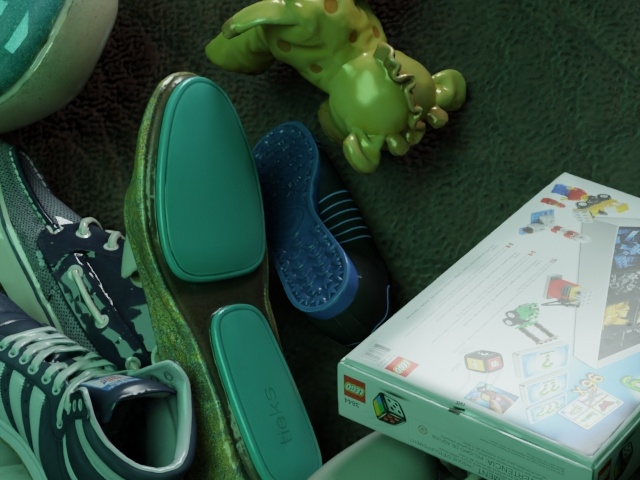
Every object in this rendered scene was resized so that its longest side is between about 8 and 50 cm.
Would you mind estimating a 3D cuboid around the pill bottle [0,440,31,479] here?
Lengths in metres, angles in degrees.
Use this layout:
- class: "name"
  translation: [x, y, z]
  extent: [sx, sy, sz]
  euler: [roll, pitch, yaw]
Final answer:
- class: "pill bottle"
  translation: [-0.361, 0.160, 1.470]
  extent: [0.224, 0.224, 0.392]
  euler: [-46, 61, 6]

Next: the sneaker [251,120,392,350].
- class: "sneaker"
  translation: [0.000, 0.000, 1.440]
  extent: [0.081, 0.090, 0.232]
  euler: [-32, 42, 14]

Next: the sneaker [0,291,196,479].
- class: "sneaker"
  translation: [-0.191, 0.105, 1.322]
  extent: [0.282, 0.099, 0.153]
  euler: [51, 138, 22]

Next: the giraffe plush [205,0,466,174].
- class: "giraffe plush"
  translation: [0.027, -0.146, 1.435]
  extent: [0.181, 0.210, 0.170]
  euler: [-37, 94, -2]

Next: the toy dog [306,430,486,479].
- class: "toy dog"
  translation: [0.059, 0.208, 1.241]
  extent: [0.220, 0.334, 0.161]
  euler: [17, 124, 50]

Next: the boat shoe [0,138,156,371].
- class: "boat shoe"
  translation: [-0.174, 0.031, 1.493]
  extent: [0.158, 0.127, 0.340]
  euler: [-30, 71, 7]

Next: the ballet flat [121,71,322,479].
- class: "ballet flat"
  translation: [-0.095, 0.048, 1.353]
  extent: [0.123, 0.123, 0.348]
  euler: [-18, 80, 19]

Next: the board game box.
- class: "board game box"
  translation: [0.177, 0.061, 1.232]
  extent: [0.193, 0.305, 0.053]
  euler: [22, 129, 30]

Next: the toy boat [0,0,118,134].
- class: "toy boat"
  translation: [-0.271, -0.245, 1.576]
  extent: [0.267, 0.148, 0.318]
  euler: [-9, 55, 54]
